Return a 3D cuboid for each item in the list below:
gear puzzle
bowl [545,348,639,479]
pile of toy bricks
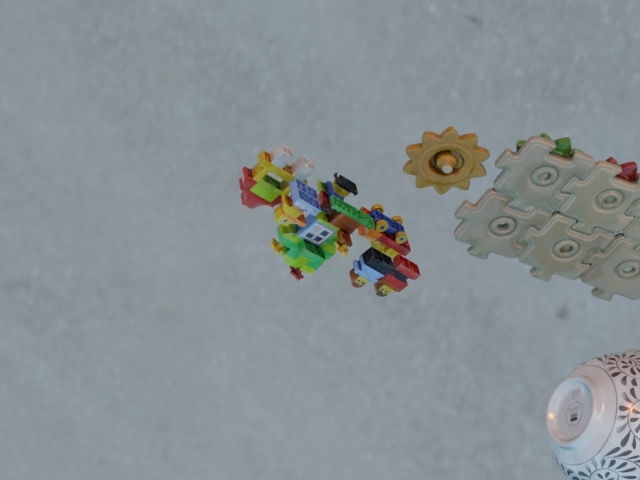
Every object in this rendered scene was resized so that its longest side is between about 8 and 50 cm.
[{"bbox_3d":[0.230,-0.042,1.804,0.339,0.044,0.175,18,132,-22],"label":"gear puzzle"},{"bbox_3d":[0.283,0.183,1.788,0.080,0.170,0.170,19,150,-31],"label":"bowl"},{"bbox_3d":[0.000,0.000,1.849,0.212,0.118,0.105,30,123,-36],"label":"pile of toy bricks"}]
